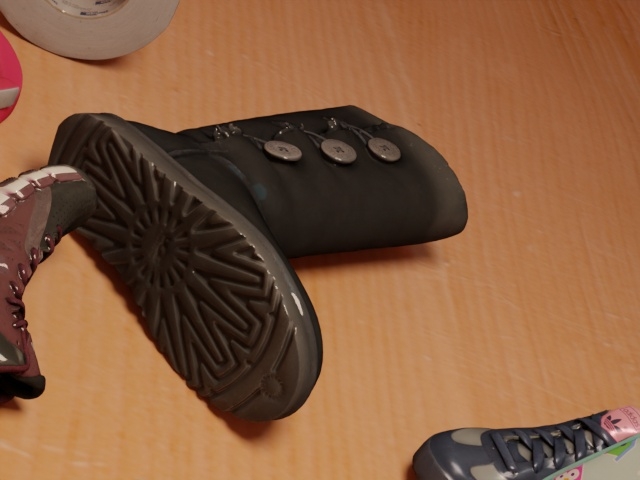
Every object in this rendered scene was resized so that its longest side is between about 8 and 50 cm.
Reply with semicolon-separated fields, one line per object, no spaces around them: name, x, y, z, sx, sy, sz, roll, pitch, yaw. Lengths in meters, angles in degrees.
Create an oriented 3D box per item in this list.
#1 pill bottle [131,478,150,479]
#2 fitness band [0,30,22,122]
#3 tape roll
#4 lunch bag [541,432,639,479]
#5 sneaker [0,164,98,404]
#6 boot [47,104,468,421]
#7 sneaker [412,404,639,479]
pill bottle;-0.099;0.262;0.877;0.108;0.108;0.193;-6;47;-47
fitness band;-0.418;-0.178;1.300;0.209;0.054;0.291;41;30;21
tape roll;-0.255;-0.311;1.473;0.219;0.219;0.072;23;32;-16
lunch bag;0.274;0.284;1.086;0.108;0.224;0.279;48;22;-26
sneaker;-0.251;0.050;1.078;0.162;0.106;0.281;45;42;12
boot;-0.001;-0.002;1.350;0.445;0.146;0.367;-3;47;-52
sneaker;0.234;0.198;1.259;0.319;0.131;0.112;9;38;-34
